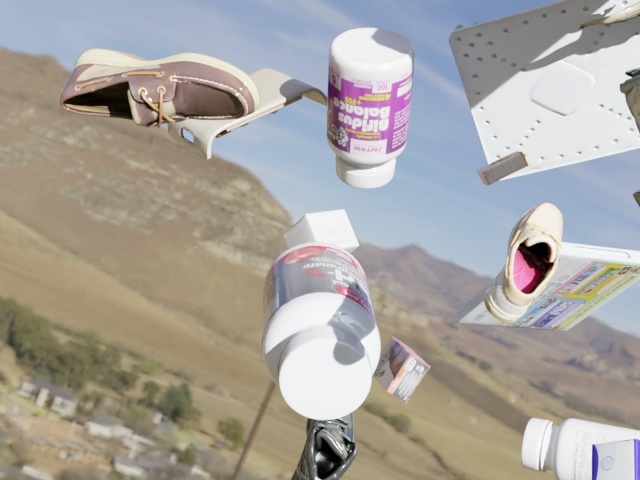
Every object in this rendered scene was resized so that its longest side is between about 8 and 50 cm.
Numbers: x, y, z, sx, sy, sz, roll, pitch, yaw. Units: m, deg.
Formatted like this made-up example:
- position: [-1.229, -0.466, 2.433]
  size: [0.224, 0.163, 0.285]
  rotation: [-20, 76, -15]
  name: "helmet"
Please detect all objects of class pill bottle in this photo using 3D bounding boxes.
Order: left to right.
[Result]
- position: [-0.001, 0.136, 1.499]
  size: [0.176, 0.176, 0.318]
  rotation: [22, 19, -11]
  name: "pill bottle"
- position: [0.097, -0.260, 1.983]
  size: [0.169, 0.301, 0.169]
  rotation: [0, 39, 0]
  name: "pill bottle"
- position: [0.519, 0.419, 1.924]
  size: [0.229, 0.131, 0.131]
  rotation: [7, -8, 26]
  name: "pill bottle"

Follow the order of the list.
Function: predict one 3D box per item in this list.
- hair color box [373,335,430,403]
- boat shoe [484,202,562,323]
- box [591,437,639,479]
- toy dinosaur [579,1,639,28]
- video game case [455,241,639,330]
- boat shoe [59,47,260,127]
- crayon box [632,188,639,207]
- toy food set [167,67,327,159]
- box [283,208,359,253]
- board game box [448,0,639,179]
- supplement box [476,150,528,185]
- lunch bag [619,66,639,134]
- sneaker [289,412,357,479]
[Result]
- position: [0.163, 0.268, 2.056]
  size: [0.053, 0.093, 0.167]
  rotation: [33, 1, -13]
  name: "hair color box"
- position: [0.235, 0.016, 1.070]
  size: [0.063, 0.170, 0.059]
  rotation: [33, -36, -3]
  name: "boat shoe"
- position: [0.439, 0.356, 1.356]
  size: [0.137, 0.126, 0.072]
  rotation: [31, -35, -35]
  name: "box"
- position: [0.619, -0.457, 1.820]
  size: [0.268, 0.064, 0.118]
  rotation: [-14, -35, -4]
  name: "toy dinosaur"
- position: [0.321, 0.066, 1.348]
  size: [0.194, 0.023, 0.212]
  rotation: [6, -33, -25]
  name: "video game case"
- position: [-0.266, -0.227, 1.587]
  size: [0.342, 0.123, 0.123]
  rotation: [11, -37, 17]
  name: "boat shoe"
- position: [0.821, -0.050, 1.818]
  size: [0.313, 0.363, 0.106]
  rotation: [58, -5, 0]
  name: "crayon box"
- position: [-0.159, -0.273, 2.139]
  size: [0.220, 0.306, 0.092]
  rotation: [35, -33, 53]
  name: "toy food set"
- position: [0.000, 0.000, 1.966]
  size: [0.101, 0.087, 0.102]
  rotation: [-8, -21, -38]
  name: "box"
- position: [0.508, -0.332, 2.071]
  size: [0.390, 0.050, 0.390]
  rotation: [-13, -53, 17]
  name: "board game box"
- position: [0.389, -0.155, 2.102]
  size: [0.036, 0.099, 0.062]
  rotation: [64, 3, -6]
  name: "supplement box"
- position: [0.638, -0.174, 1.573]
  size: [0.213, 0.305, 0.256]
  rotation: [-21, -2, -32]
  name: "lunch bag"
- position: [0.020, 0.315, 1.573]
  size: [0.087, 0.130, 0.227]
  rotation: [29, 40, -2]
  name: "sneaker"
